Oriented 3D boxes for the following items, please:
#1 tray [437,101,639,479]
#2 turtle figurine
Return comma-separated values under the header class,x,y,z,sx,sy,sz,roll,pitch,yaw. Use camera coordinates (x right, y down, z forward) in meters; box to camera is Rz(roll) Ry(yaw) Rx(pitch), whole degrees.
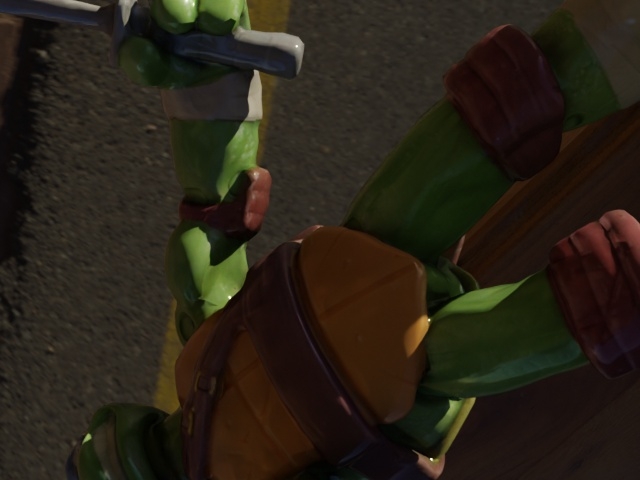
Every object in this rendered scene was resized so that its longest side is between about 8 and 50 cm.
class,x,y,z,sx,sy,sz,roll,pitch,yaw
tray,0.134,0.077,0.775,0.203,0.076,0.411,39,110,-15
turtle figurine,0.000,0.000,0.354,0.266,0.198,0.274,-30,117,12
